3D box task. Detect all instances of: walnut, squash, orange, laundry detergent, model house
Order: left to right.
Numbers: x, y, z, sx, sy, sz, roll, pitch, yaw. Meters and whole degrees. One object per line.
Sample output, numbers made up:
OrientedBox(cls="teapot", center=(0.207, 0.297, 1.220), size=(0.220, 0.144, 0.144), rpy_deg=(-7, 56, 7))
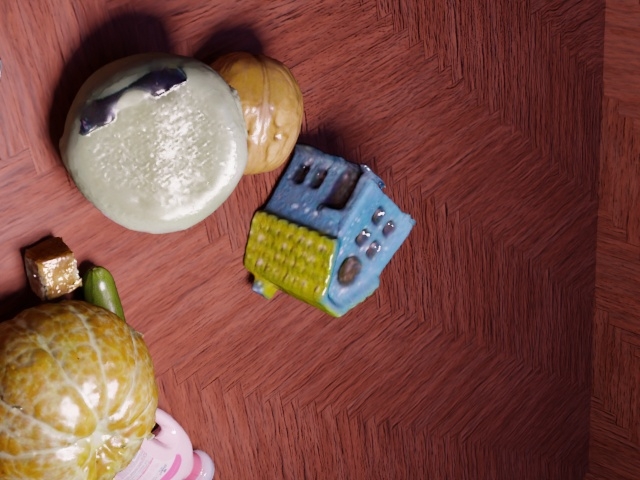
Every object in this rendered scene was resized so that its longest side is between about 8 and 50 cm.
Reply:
OrientedBox(cls="orange", center=(-0.407, 0.255, 1.571), size=(0.329, 0.249, 0.329), rpy_deg=(-30, 134, -36))
OrientedBox(cls="squash", center=(-0.368, 0.150, 1.721), size=(0.066, 0.066, 0.252), rpy_deg=(-35, 131, -36))
OrientedBox(cls="laundry detergent", center=(-0.320, 0.400, 1.884), size=(0.335, 0.088, 0.159), rpy_deg=(40, 74, -52))
OrientedBox(cls="walnut", center=(-0.130, -0.221, 1.750), size=(0.195, 0.195, 0.221), rpy_deg=(-21, 130, -44))
OrientedBox(cls="model house", center=(0.000, 0.000, 1.970), size=(0.215, 0.237, 0.303), rpy_deg=(40, 77, -49))

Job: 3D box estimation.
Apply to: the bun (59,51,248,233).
OrientedBox(cls="bun", center=(-0.263, -0.164, 1.601), size=(0.293, 0.187, 0.293), rpy_deg=(-3, 109, -9))

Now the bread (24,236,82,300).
OrientedBox(cls="bread", center=(-0.432, 0.045, 1.592), size=(0.070, 0.077, 0.083), rpy_deg=(-21, 123, -31))

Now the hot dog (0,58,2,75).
OrientedBox(cls="hot dog", center=(-0.506, -0.191, 1.400), size=(0.108, 0.059, 0.191), rpy_deg=(19, 89, -55))
